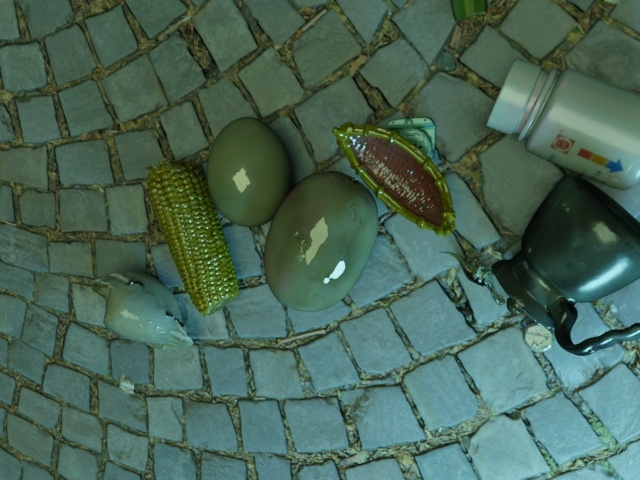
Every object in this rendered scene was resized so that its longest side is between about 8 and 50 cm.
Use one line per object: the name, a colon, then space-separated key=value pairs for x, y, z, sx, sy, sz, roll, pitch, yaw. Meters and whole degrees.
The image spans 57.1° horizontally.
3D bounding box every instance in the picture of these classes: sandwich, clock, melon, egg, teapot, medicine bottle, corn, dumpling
sandwich: x=0.295 y=-0.517 z=1.182 sx=0.074 sy=0.074 sz=0.116 roll=-6 pitch=130 yaw=18
clock: x=0.195 y=-0.195 z=1.254 sx=0.101 sy=0.041 sz=0.134 roll=-3 pitch=99 yaw=18
melon: x=0.000 y=0.000 z=1.254 sx=0.223 sy=0.223 sz=0.316 roll=27 pitch=108 yaw=11
egg: x=-0.157 y=-0.150 z=1.297 sx=0.186 sy=0.186 sz=0.241 roll=-6 pitch=88 yaw=18
teapot: x=0.460 y=0.188 z=1.231 sx=0.064 sy=0.064 sz=0.083 roll=13 pitch=99 yaw=21
medicine bottle: x=0.471 y=-0.222 z=1.096 sx=0.293 sy=0.170 sz=0.170 roll=25 pitch=106 yaw=10
teapot: x=0.484 y=0.072 z=1.116 sx=0.285 sy=0.224 sz=0.305 roll=-50 pitch=61 yaw=28
corn: x=-0.296 y=-0.012 z=1.392 sx=0.144 sy=0.144 sz=0.386 roll=-20 pitch=97 yaw=20
dumpling: x=-0.460 y=0.196 z=1.481 sx=0.243 sy=0.175 sz=0.227 roll=61 pitch=140 yaw=14

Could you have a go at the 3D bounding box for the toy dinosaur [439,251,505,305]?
toy dinosaur: x=0.340 y=0.066 z=1.261 sx=0.180 sy=0.037 sz=0.058 roll=43 pitch=104 yaw=5

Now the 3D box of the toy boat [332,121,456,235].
toy boat: x=0.159 y=-0.134 z=1.208 sx=0.318 sy=0.099 sz=0.141 roll=43 pitch=116 yaw=6
